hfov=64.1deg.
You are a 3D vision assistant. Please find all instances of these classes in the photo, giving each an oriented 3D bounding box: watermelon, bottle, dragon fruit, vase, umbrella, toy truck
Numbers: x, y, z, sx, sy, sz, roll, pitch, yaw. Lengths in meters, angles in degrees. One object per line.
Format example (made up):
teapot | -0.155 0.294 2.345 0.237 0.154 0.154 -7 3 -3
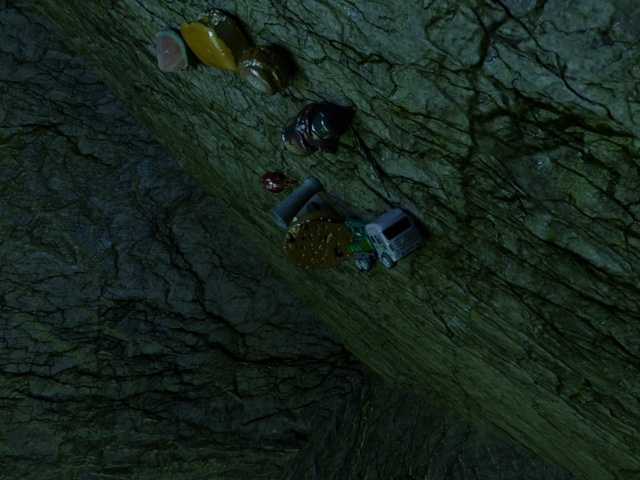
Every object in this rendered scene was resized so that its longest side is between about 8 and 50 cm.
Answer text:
watermelon | -0.539 -0.721 1.929 0.231 0.128 0.146 15 121 35
bottle | -0.012 -0.321 1.514 0.156 0.143 0.271 50 162 -17
dragon fruit | -0.176 -0.242 2.214 0.191 0.094 0.094 20 153 31
vase | -0.091 -0.153 1.974 0.096 0.219 0.096 40 163 14
umbrella | 0.144 -0.240 1.537 0.269 0.044 0.044 58 -162 -19
toy truck | 0.198 -0.004 1.742 0.178 0.177 0.363 61 163 -9

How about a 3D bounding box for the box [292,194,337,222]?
box | -0.013 -0.082 2.102 0.194 0.139 0.073 45 164 -1

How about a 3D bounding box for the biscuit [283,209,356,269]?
biscuit | 0.001 -0.001 1.982 0.075 0.296 0.296 -88 -27 -47

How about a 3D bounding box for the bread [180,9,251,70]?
bread | -0.327 -0.619 1.591 0.246 0.121 0.174 27 155 42

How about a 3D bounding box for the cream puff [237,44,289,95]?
cream puff | -0.158 -0.498 1.483 0.165 0.115 0.150 34 170 5
